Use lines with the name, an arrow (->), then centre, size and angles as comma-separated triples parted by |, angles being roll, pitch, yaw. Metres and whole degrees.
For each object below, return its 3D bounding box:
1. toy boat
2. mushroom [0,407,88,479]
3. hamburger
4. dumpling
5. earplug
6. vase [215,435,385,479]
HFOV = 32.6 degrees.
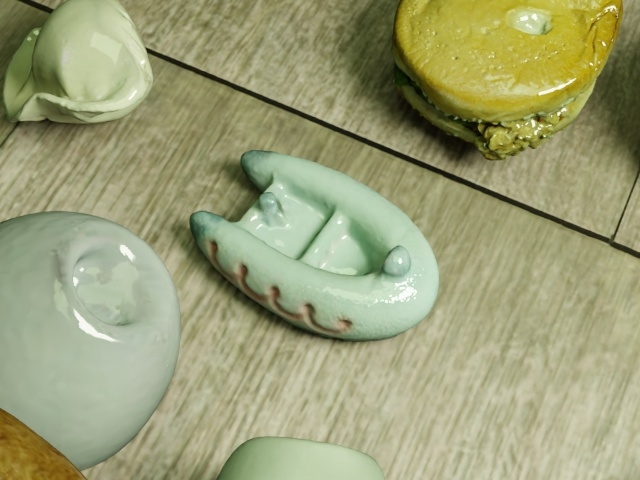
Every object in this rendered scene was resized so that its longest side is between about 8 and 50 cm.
toy boat -> 0.000, 0.000, 0.878 | 0.207, 0.079, 0.134 | 32, 60, 16
mushroom -> -0.283, 0.205, 0.618 | 0.345, 0.345, 0.239 | -24, 25, -17
hamburger -> 0.157, -0.167, 0.960 | 0.189, 0.122, 0.215 | 16, 64, 13
dumpling -> -0.215, -0.145, 0.935 | 0.134, 0.100, 0.169 | -26, 62, -2
earplug -> -0.254, 0.079, 0.756 | 0.325, 0.175, 0.214 | -12, 66, 2
vase -> -0.026, 0.258, 0.705 | 0.128, 0.128, 0.248 | 9, 69, 1
